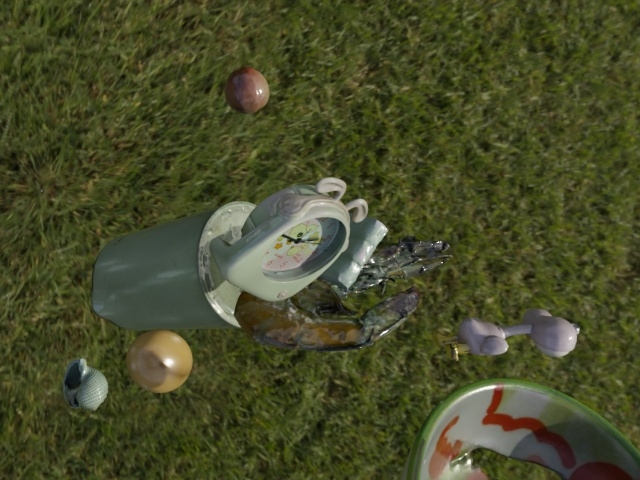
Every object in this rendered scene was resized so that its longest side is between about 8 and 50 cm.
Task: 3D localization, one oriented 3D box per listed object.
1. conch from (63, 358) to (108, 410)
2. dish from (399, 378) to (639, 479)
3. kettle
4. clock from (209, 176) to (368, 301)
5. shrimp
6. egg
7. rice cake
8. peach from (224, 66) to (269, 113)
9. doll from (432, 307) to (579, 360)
[{"bbox_3d":[-0.390,0.243,1.245,0.056,0.076,0.085,29,47,-57],"label":"conch"},{"bbox_3d":[0.196,0.301,0.700,0.324,0.124,0.324,17,45,-17],"label":"dish"},{"bbox_3d":[-0.258,0.045,1.606,0.361,0.377,0.250,-45,117,-46],"label":"kettle"},{"bbox_3d":[-0.033,-0.007,0.952,0.191,0.062,0.151,-39,146,10],"label":"clock"},{"bbox_3d":[0.071,0.083,1.284,0.445,0.272,0.085,-18,119,-29],"label":"shrimp"},{"bbox_3d":[-0.204,0.152,0.935,0.080,0.096,0.080,-1,83,7],"label":"egg"},{"bbox_3d":[0.000,0.000,1.192,0.043,0.237,0.127,40,77,-38],"label":"rice cake"},{"bbox_3d":[-0.133,-0.269,1.333,0.083,0.083,0.083,-1,94,-20],"label":"peach"},{"bbox_3d":[0.459,0.223,1.780,0.365,0.160,0.094,-1,106,-15],"label":"doll"}]
